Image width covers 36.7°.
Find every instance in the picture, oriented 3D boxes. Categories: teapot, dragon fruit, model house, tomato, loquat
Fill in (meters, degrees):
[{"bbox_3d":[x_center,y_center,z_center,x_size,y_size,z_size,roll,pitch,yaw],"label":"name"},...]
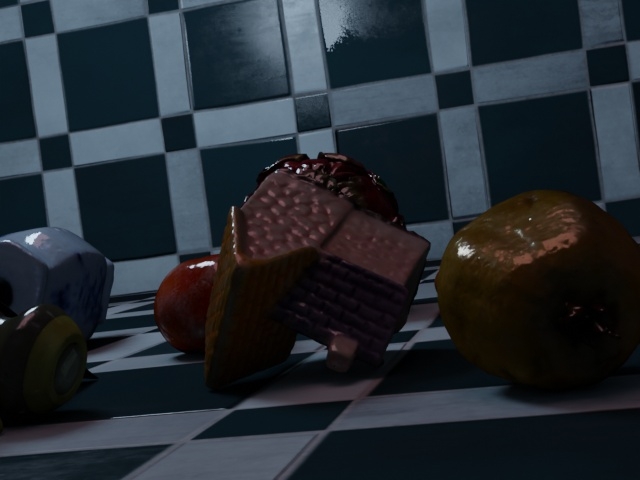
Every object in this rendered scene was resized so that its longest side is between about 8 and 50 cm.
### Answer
[{"bbox_3d":[-0.338,0.141,1.062,0.119,0.130,0.166,10,39,15],"label":"teapot"},{"bbox_3d":[0.003,-0.001,1.733,0.329,0.330,0.329,-7,1,0],"label":"dragon fruit"},{"bbox_3d":[-0.023,0.078,1.149,0.236,0.202,0.237,28,33,7],"label":"model house"},{"bbox_3d":[-0.167,0.098,1.464,0.187,0.152,0.187,-9,6,1],"label":"tomato"},{"bbox_3d":[0.207,0.049,0.896,0.187,0.176,0.234,-47,24,0],"label":"loquat"}]

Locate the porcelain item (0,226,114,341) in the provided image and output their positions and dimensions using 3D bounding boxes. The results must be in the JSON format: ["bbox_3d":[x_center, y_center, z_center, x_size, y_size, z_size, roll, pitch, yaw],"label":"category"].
[{"bbox_3d":[-0.515,0.093,1.787,0.178,0.243,0.405,12,0,5],"label":"porcelain item"}]

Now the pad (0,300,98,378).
[{"bbox_3d":[-0.461,0.107,1.200,0.247,0.007,0.367,0,-26,15],"label":"pad"}]

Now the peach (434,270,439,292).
[{"bbox_3d":[0.242,0.073,1.591,0.100,0.101,0.101,-7,1,0],"label":"peach"}]
